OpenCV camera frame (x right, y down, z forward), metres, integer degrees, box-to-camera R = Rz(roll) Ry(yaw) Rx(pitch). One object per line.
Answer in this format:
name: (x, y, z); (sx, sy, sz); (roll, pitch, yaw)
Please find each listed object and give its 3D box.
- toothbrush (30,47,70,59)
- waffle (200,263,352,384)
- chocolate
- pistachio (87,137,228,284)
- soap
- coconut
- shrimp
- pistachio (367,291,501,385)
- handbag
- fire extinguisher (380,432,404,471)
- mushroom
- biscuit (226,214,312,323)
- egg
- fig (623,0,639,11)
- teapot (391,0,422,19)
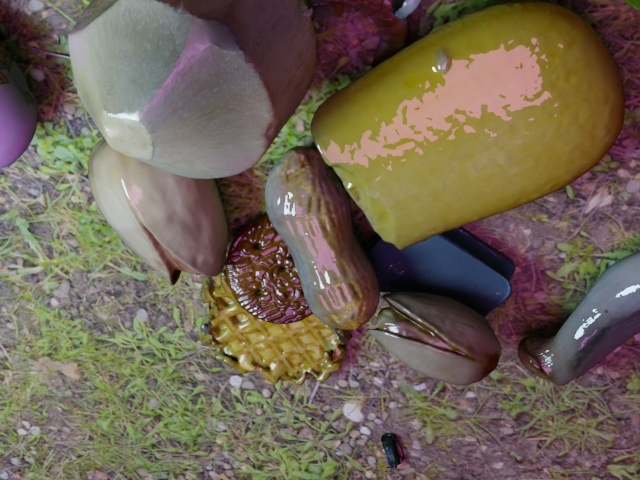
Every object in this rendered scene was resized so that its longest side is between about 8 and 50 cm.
toothbrush: (-0.404, -0.287, 1.831); (0.097, 0.008, 0.006); (11, 139, 0)
waffle: (-0.080, 0.141, 2.038); (0.280, 0.060, 0.262); (16, 125, -2)
chocolate: (0.000, 0.000, 1.862); (0.134, 0.134, 0.309); (-16, 103, 19)
pistachio: (-0.251, -0.055, 1.858); (0.187, 0.187, 0.299); (-15, 124, 18)
soap: (0.223, -0.172, 1.703); (0.427, 0.115, 0.306); (-23, 112, 20)
coconut: (-0.177, -0.243, 1.621); (0.352, 0.352, 0.352); (4, 124, 6)
shrimp: (0.049, -0.313, 1.724); (0.161, 0.049, 0.166); (-4, 131, 10)
pistachio: (0.187, 0.156, 1.891); (0.215, 0.144, 0.144); (20, 125, -10)
handbag: (0.186, 0.056, 1.936); (0.229, 0.062, 0.179); (34, 123, -13)
fire extinguisher: (0.136, 0.398, 2.199); (0.038, 0.025, 0.083); (-19, 122, -6)
mushroom: (0.473, 0.136, 1.910); (0.159, 0.122, 0.329); (44, 121, -9)
biscuit: (-0.064, 0.047, 1.943); (0.188, 0.027, 0.188); (0, 98, -1)
egg: (-0.552, -0.227, 1.782); (0.196, 0.196, 0.271); (-31, 120, 26)
fig: (0.393, -0.392, 1.511); (0.233, 0.233, 0.314); (3, 134, 7)
teapot: (0.184, -0.414, 1.576); (0.193, 0.129, 0.294); (31, 122, -11)
